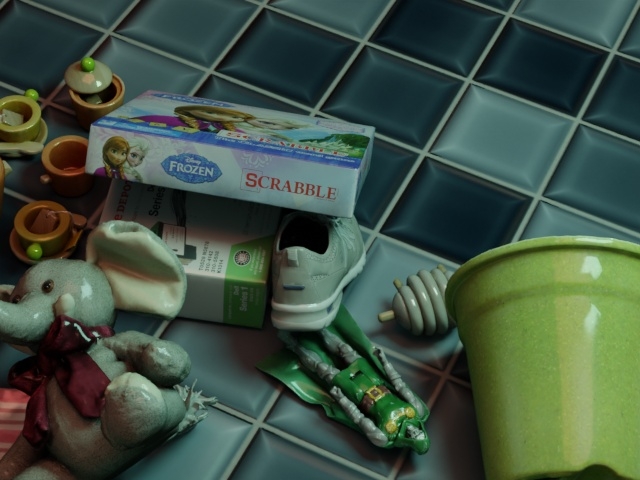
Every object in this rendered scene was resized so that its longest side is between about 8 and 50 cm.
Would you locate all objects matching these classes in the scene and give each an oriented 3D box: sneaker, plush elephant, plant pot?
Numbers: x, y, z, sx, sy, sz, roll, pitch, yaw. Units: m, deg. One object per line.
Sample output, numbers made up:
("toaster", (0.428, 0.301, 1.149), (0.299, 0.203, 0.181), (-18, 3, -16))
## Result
("sneaker", (0.000, 0.000, 1.766), (0.105, 0.115, 0.281), (1, 26, 5))
("plush elephant", (-0.264, 0.124, 1.541), (0.255, 0.272, 0.330), (55, 24, 7))
("plant pot", (0.274, 0.170, 1.607), (0.276, 0.276, 0.254), (5, 60, -1))

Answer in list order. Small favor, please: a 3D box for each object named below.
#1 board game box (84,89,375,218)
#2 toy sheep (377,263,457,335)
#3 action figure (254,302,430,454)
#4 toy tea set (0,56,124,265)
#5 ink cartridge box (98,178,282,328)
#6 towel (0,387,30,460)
("board game box", (-0.099, -0.115, 1.816), (0.318, 0.066, 0.318), (10, 14, 3))
("toy sheep", (0.132, 0.075, 1.773), (0.132, 0.091, 0.091), (-22, 53, -5))
("action figure", (0.047, 0.170, 1.694), (0.137, 0.063, 0.232), (-38, 58, -19))
("toy tea set", (-0.371, -0.129, 1.874), (0.200, 0.124, 0.336), (12, 49, 5))
("ink cartridge box", (-0.166, 0.008, 1.795), (0.219, 0.093, 0.160), (8, 49, 1))
("towel", (-0.338, 0.245, 1.618), (0.144, 0.029, 0.197), (0, 49, -4))
